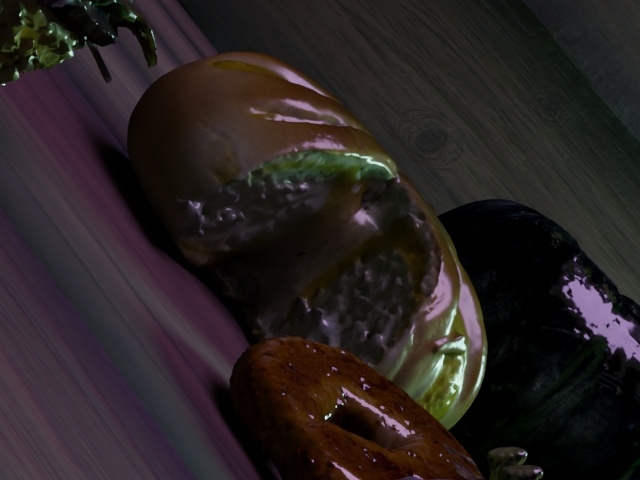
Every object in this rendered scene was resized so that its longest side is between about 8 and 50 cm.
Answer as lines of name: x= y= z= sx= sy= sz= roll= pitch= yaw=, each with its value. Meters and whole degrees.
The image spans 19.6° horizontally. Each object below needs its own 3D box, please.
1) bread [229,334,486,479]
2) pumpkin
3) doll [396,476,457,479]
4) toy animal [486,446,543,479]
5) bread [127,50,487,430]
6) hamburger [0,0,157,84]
bread: x=0.023 y=0.129 z=1.064 sx=0.193 sy=0.064 sz=0.193 roll=36 pitch=15 yaw=-12
pumpkin: x=0.159 y=0.123 z=1.567 sx=0.315 sy=0.238 sz=0.315 roll=43 pitch=-15 yaw=15
doll: x=0.092 y=0.195 z=0.646 sx=0.269 sy=0.162 sz=0.166 roll=42 pitch=-22 yaw=-33
toy animal: x=0.105 y=0.205 z=1.266 sx=0.218 sy=0.103 sz=0.101 roll=-170 pitch=-105 yaw=-88
bread: x=0.000 y=0.000 z=1.355 sx=0.333 sy=0.160 sz=0.333 roll=52 pitch=3 yaw=-3
hamburger: x=-0.194 y=-0.186 z=1.006 sx=0.243 sy=0.138 sz=0.261 roll=55 pitch=6 yaw=31
